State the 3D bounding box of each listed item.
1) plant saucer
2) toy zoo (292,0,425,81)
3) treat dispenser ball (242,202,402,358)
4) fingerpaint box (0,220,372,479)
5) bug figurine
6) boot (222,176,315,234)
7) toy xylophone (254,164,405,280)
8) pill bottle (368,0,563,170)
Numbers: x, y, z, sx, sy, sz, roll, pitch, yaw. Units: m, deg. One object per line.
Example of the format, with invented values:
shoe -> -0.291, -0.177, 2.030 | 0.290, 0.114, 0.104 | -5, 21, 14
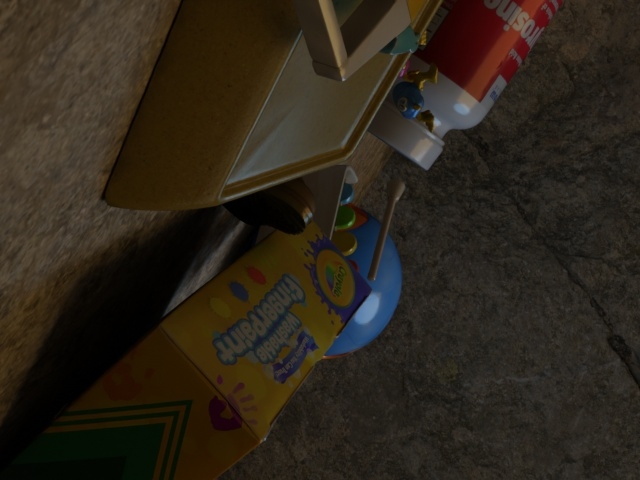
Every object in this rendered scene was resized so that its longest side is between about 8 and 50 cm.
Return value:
plant saucer -> -0.009, -0.166, 0.856 | 0.332, 0.081, 0.333 | -23, 151, -52
toy zoo -> 0.035, -0.254, 0.673 | 0.192, 0.030, 0.293 | -53, 146, -24
treat dispenser ball -> 0.000, 0.067, 1.636 | 0.288, 0.288, 0.288 | -55, 175, -8
fingerpaint box -> -0.165, 0.180, 1.144 | 0.371, 0.163, 0.445 | -41, -179, 25
bug figurine -> 0.115, -0.291, 1.220 | 0.216, 0.072, 0.279 | -98, -171, -73
boot -> -0.008, -0.143, 1.168 | 0.269, 0.089, 0.236 | -53, -155, -12
toy xylophone -> 0.000, 0.000, 1.405 | 0.081, 0.236, 0.323 | 69, 36, -50
pill bottle -> 0.210, -0.326, 1.442 | 0.408, 0.229, 0.229 | -56, 175, 7
